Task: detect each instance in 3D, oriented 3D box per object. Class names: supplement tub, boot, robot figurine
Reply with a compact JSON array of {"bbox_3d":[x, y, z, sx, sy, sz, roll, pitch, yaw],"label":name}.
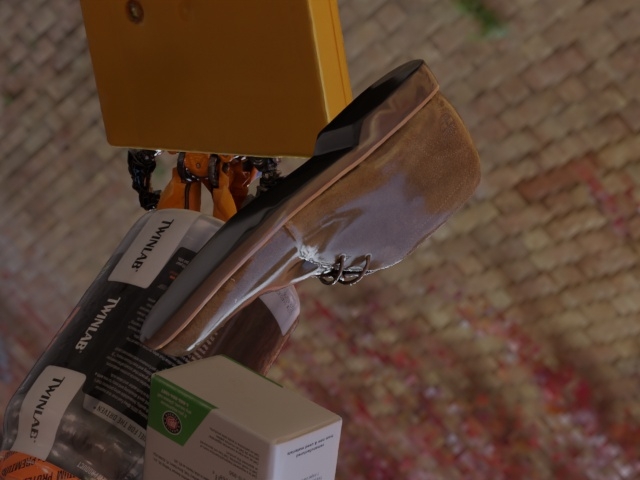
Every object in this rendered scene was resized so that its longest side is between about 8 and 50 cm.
[{"bbox_3d":[-0.171,0.140,1.683,0.316,0.193,0.193,-58,-166,-28],"label":"supplement tub"},{"bbox_3d":[0.000,0.000,1.324,0.305,0.115,0.112,-41,-164,-16],"label":"boot"},{"bbox_3d":[-0.123,-0.019,2.001,0.211,0.291,0.085,10,-166,28],"label":"robot figurine"}]

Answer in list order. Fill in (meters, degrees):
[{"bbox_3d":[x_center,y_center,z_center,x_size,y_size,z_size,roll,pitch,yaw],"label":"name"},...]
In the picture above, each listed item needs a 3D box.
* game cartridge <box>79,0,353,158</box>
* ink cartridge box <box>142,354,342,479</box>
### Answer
[{"bbox_3d":[-0.110,-0.221,1.664,0.324,0.285,0.053,6,-158,42],"label":"game cartridge"},{"bbox_3d":[-0.073,0.223,1.484,0.153,0.208,0.087,25,-153,37],"label":"ink cartridge box"}]
